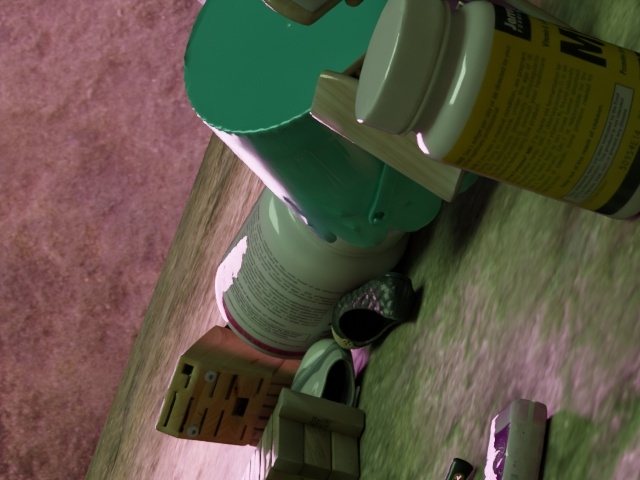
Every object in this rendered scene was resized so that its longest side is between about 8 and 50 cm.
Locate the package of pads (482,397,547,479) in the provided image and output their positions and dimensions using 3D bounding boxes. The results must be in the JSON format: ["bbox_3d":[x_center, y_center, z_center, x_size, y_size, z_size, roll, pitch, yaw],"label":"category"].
[{"bbox_3d":[0.140,0.160,1.413,0.050,0.032,0.083,123,161,-60],"label":"package of pads"}]

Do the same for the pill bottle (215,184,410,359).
[{"bbox_3d":[0.000,0.000,2.034,0.283,0.160,0.160,124,160,-58],"label":"pill bottle"}]

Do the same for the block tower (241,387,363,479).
[{"bbox_3d":[-0.055,0.313,2.009,0.097,0.091,0.335,-91,21,-57],"label":"block tower"}]

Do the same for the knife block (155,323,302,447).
[{"bbox_3d":[-0.112,0.150,2.189,0.242,0.275,0.088,28,102,49],"label":"knife block"}]

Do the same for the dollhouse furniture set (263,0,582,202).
[{"bbox_3d":[0.090,-0.241,1.464,0.198,0.286,0.303,-43,-21,-39],"label":"dollhouse furniture set"}]

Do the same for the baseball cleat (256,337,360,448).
[{"bbox_3d":[-0.017,0.204,2.044,0.109,0.072,0.206,-122,48,-72],"label":"baseball cleat"}]

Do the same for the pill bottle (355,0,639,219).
[{"bbox_3d":[0.137,-0.098,1.358,0.119,0.208,0.119,-163,90,-79],"label":"pill bottle"}]

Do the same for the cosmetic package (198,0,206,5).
[{"bbox_3d":[-0.047,-0.270,2.395,0.099,0.239,0.060,-52,18,-13],"label":"cosmetic package"}]

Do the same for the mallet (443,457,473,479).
[{"bbox_3d":[0.080,0.264,1.572,0.190,0.062,0.039,-56,15,10],"label":"mallet"}]

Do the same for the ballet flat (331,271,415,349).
[{"bbox_3d":[0.046,0.078,1.946,0.173,0.057,0.049,131,160,-63],"label":"ballet flat"}]

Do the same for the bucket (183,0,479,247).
[{"bbox_3d":[0.023,-0.155,1.786,0.281,0.183,0.281,-20,51,27],"label":"bucket"}]
